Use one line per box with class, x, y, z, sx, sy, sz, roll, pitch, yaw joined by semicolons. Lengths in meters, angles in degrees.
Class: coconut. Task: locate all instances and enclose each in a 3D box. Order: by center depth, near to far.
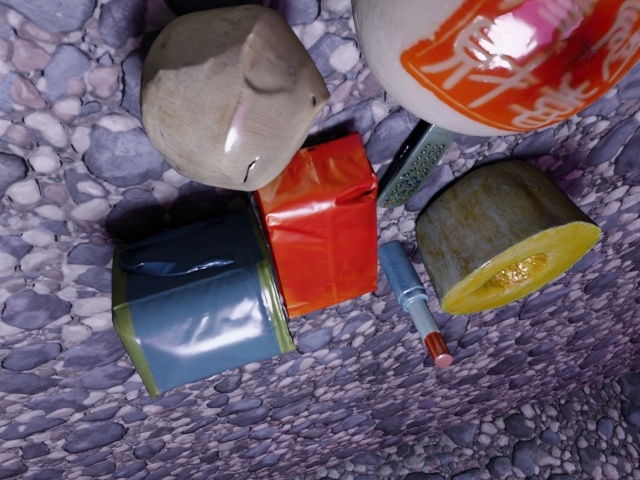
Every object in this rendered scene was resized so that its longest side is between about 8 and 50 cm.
coconut;-0.095;-0.162;0.736;0.224;0.224;0.224;-16;146;-11

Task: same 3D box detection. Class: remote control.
remote control;0.162;-0.133;1.096;0.072;0.042;0.222;-1;142;-29

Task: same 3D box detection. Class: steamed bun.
steamed bun;0.223;-0.267;0.695;0.374;0.241;0.374;-12;145;-9

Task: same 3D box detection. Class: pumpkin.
pumpkin;0.355;-0.012;1.265;0.332;0.199;0.332;-15;154;-8

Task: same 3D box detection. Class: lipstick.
lipstick;0.188;0.124;1.260;0.061;0.274;0.068;-24;147;2

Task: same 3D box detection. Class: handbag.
handbag;-0.186;0.090;1.006;0.240;0.263;0.223;-16;121;-6

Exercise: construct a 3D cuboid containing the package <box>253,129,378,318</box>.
package;0.000;-0.001;1.114;0.195;0.123;0.424;-16;145;-8
